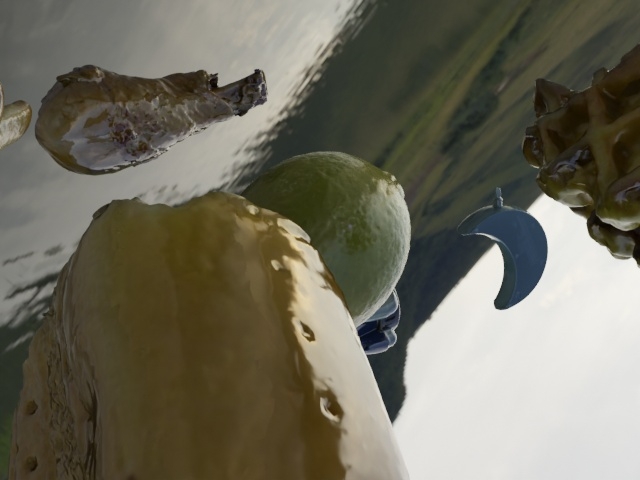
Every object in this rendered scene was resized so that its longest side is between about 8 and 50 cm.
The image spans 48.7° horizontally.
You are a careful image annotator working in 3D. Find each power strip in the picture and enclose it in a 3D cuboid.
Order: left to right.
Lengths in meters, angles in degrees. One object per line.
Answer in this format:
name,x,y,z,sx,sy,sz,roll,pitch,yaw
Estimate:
power strip,0.381,0.010,1.452,0.167,0.253,0.054,-33,-156,-10

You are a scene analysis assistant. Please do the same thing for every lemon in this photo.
lemon,0.000,0.000,0.730,0.248,0.184,0.184,-44,176,-26

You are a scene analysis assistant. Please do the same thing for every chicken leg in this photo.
chicken leg,-0.292,-0.221,1.261,0.409,0.182,0.295,-20,172,-17

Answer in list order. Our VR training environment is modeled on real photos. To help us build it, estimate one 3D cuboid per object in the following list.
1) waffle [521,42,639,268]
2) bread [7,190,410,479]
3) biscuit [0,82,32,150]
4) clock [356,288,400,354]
waffle,0.301,-0.123,0.486,0.324,0.151,0.261,-55,-155,11
bread,-0.081,0.210,0.533,0.361,0.250,0.394,-56,-140,34
biscuit,-0.443,-0.127,0.909,0.164,0.047,0.208,-53,-169,-4
clock,0.012,0.114,1.062,0.146,0.200,0.243,-21,154,-32
